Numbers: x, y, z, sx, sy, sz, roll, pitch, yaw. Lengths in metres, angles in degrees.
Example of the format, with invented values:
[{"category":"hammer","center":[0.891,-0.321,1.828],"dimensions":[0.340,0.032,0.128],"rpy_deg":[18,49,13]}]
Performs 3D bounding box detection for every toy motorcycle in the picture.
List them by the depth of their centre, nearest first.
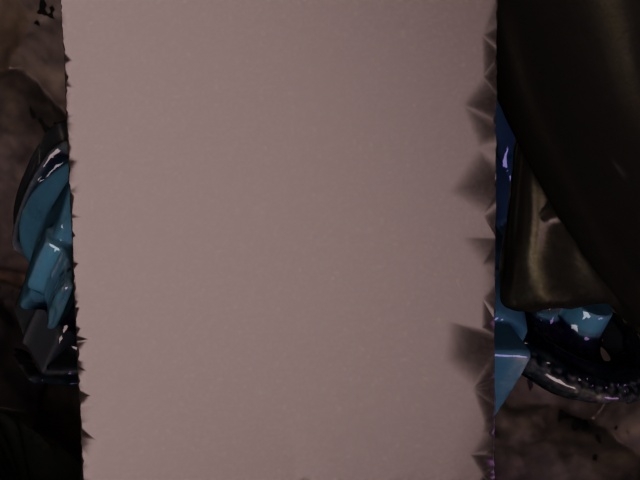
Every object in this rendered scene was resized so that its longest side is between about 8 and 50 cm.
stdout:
[{"category":"toy motorcycle","center":[0.000,0.000,0.753],"dimensions":[0.272,0.182,0.123],"rpy_deg":[5,125,-36]}]

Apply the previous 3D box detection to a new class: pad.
[{"category":"pad","center":[-0.012,-0.015,0.625],"dimensions":[0.143,0.003,0.211],"rpy_deg":[-1,102,-4]}]

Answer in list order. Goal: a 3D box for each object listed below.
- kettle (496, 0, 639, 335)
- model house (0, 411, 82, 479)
[{"category":"kettle","center":[0.168,-0.079,0.682],"dimensions":[0.251,0.207,0.271],"rpy_deg":[-13,97,-18]},{"category":"model house","center":[-0.014,0.145,0.754],"dimensions":[0.325,0.194,0.267],"rpy_deg":[-21,133,29]}]
